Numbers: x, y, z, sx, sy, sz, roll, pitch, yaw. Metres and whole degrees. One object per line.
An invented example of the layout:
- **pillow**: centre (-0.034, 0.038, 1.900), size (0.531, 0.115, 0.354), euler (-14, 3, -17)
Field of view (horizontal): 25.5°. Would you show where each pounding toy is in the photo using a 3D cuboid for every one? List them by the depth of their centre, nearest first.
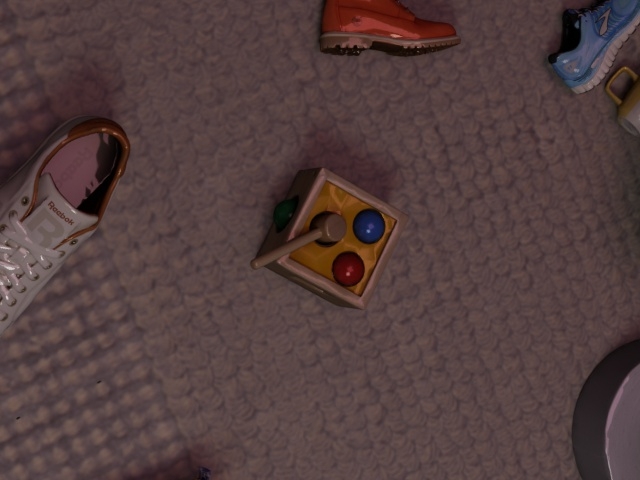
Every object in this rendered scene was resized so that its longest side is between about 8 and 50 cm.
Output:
- **pounding toy**: centre (0.000, 0.000, 1.451), size (0.141, 0.100, 0.130), euler (29, 80, -19)

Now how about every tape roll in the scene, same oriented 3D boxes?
- **tape roll**: centre (0.401, 0.222, 1.620), size (0.219, 0.072, 0.219), euler (0, 90, -22)

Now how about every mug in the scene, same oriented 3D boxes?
- **mug**: centre (0.369, -0.156, 1.622), size (0.064, 0.078, 0.062), euler (-48, 138, -5)

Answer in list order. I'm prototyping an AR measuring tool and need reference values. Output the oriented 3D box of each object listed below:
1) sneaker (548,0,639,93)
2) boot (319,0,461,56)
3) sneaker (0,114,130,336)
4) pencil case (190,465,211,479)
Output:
- **sneaker**: centre (0.312, -0.248, 1.590), size (0.073, 0.063, 0.162), euler (34, 79, -14)
- **boot**: centre (0.077, -0.239, 1.504), size (0.157, 0.059, 0.085), euler (2, 85, -20)
- **sneaker**: centre (-0.285, -0.005, 1.333), size (0.106, 0.123, 0.290), euler (38, 79, -19)
- **pencil case**: centre (-0.199, 0.307, 1.379), size (0.236, 0.104, 0.104), euler (-18, 97, -19)
